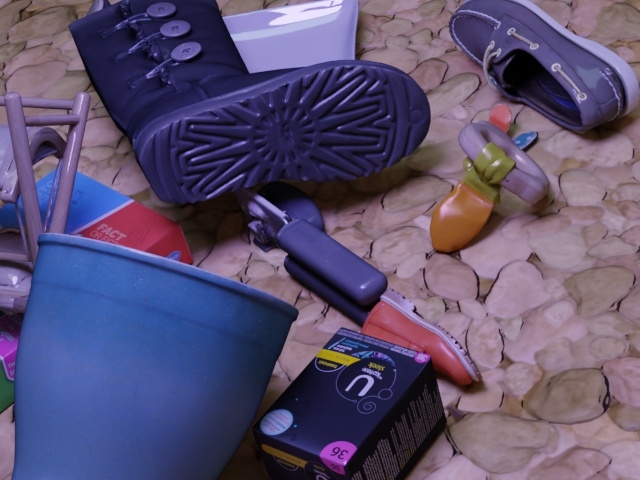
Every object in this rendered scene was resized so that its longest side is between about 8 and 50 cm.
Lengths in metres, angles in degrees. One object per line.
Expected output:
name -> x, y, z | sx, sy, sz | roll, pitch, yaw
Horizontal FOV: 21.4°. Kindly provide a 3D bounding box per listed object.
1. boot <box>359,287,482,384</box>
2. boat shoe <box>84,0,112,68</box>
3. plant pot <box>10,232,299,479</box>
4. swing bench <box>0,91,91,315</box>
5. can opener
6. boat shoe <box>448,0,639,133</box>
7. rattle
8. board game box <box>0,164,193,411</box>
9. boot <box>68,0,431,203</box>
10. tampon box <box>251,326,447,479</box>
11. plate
boot -> 0.102, 0.124, 1.817 | 0.084, 0.059, 0.158 | -47, 50, -10
boat shoe -> -0.310, -0.292, 2.468 | 0.065, 0.075, 0.206 | 22, 25, -22
plant pot -> -0.187, 0.153, 1.681 | 0.272, 0.272, 0.255 | 11, 80, 30
swing bench -> -0.418, -0.052, 1.977 | 0.253, 0.254, 0.165 | 5, 7, 23
can opener -> 0.000, 0.000, 1.977 | 0.095, 0.076, 0.283 | -35, 43, -21
boat shoe -> 0.262, -0.226, 2.137 | 0.091, 0.109, 0.305 | -31, 44, -26
rattle -> 0.197, -0.074, 2.038 | 0.130, 0.142, 0.199 | 16, 21, -11
board game box -> -0.350, 0.051, 2.041 | 0.242, 0.064, 0.316 | 25, 54, 40
boot -> -0.104, -0.210, 2.165 | 0.367, 0.146, 0.445 | -9, 25, -15
tampon box -> 0.032, 0.188, 1.715 | 0.120, 0.101, 0.161 | 15, 48, 34
plate -> -0.082, -0.224, 2.302 | 0.278, 0.045, 0.277 | -8, 40, 9
